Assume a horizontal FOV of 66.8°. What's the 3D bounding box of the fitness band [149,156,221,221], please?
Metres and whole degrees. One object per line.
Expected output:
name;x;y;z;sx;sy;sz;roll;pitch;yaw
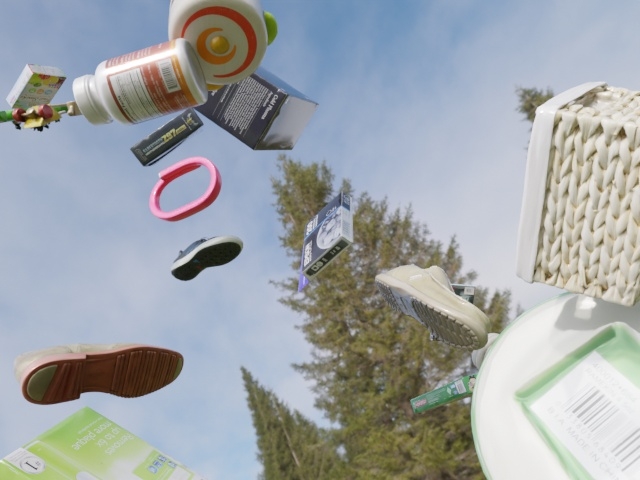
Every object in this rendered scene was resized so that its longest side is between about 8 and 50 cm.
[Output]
fitness band;-0.491;-0.185;1.750;0.291;0.208;0.054;-24;-26;12

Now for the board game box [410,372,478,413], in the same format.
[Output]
board game box;0.418;0.421;1.383;0.214;0.046;0.317;-9;-24;-22

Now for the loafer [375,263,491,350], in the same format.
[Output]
loafer;0.195;0.095;0.833;0.092;0.268;0.101;-37;-61;-13

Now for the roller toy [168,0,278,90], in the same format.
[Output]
roller toy;-0.205;-0.417;0.966;0.209;0.146;0.191;-26;-41;16

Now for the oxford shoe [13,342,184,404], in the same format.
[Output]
oxford shoe;-0.527;0.297;1.193;0.397;0.147;0.140;15;-86;-48

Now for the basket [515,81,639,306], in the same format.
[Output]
basket;0.248;-0.041;0.422;0.113;0.103;0.167;-29;-53;-37

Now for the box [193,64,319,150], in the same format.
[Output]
box;-0.213;-0.420;1.421;0.178;0.313;0.343;-57;-7;17

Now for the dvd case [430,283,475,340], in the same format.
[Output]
dvd case;0.274;0.149;1.004;0.087;0.013;0.119;5;-84;-20

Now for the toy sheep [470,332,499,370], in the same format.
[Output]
toy sheep;0.325;0.214;0.914;0.091;0.132;0.091;-6;-71;-17

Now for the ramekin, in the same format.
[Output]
ramekin;0.307;0.193;0.489;0.303;0.303;0.148;-40;-46;13

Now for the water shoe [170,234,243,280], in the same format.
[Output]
water shoe;-0.256;0.019;1.077;0.203;0.080;0.073;-24;-47;25

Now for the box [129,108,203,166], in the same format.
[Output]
box;-0.398;-0.269;1.284;0.183;0.233;0.059;-36;-74;-6

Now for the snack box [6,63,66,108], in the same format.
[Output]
snack box;-0.785;-0.421;1.344;0.141;0.037;0.100;-37;-8;27

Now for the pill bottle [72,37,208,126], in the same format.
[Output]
pill bottle;-0.330;-0.284;0.897;0.216;0.121;0.121;-15;-31;3

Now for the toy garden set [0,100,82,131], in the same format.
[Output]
toy garden set;-0.595;-0.254;1.016;0.204;0.244;0.049;-5;-71;12

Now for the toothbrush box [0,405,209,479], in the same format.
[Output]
toothbrush box;-0.314;0.399;0.722;0.122;0.283;0.206;-60;-4;3

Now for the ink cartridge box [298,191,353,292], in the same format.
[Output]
ink cartridge box;0.000;0.000;1.238;0.045;0.206;0.208;34;-59;-21
